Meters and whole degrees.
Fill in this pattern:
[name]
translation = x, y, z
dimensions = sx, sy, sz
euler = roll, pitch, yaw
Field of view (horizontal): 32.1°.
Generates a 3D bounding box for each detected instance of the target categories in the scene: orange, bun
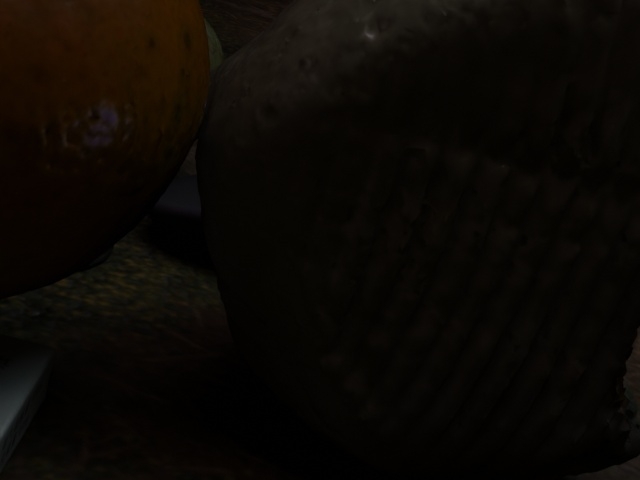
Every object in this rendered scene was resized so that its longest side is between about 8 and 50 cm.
[orange]
translation = -0.164, -0.060, 0.445
dimensions = 0.240, 0.171, 0.240
euler = -3, 12, 1
[bun]
translation = 0.066, -0.027, 0.538
dimensions = 0.281, 0.282, 0.205
euler = 13, 18, -13

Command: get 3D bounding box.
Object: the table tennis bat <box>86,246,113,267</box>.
[table tennis bat]
translation = -0.243, -0.029, 0.657
dimensions = 0.246, 0.022, 0.138
euler = 15, 18, -13

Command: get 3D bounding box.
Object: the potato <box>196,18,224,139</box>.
[potato]
translation = -0.181, -0.133, 0.785
dimensions = 0.251, 0.159, 0.174
euler = -14, 45, -44

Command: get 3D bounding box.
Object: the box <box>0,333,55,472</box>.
[box]
translation = -0.185, 0.080, 0.366
dimensions = 0.139, 0.035, 0.245
euler = 17, 18, -2

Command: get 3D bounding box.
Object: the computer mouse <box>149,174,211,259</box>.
[computer mouse]
translation = 0.000, -0.001, 0.729
dimensions = 0.232, 0.057, 0.120
euler = 21, 19, 11
